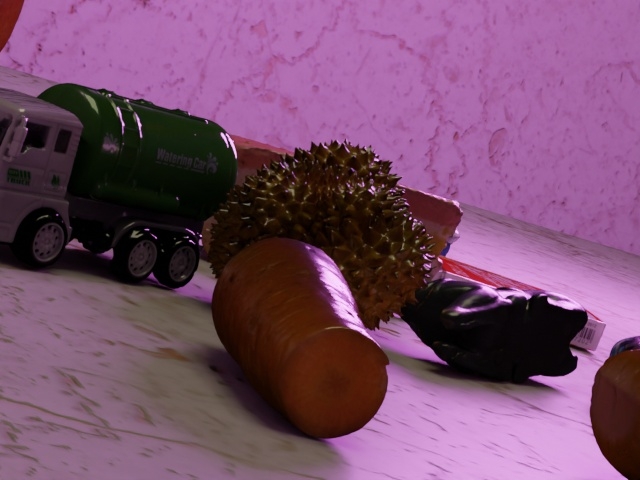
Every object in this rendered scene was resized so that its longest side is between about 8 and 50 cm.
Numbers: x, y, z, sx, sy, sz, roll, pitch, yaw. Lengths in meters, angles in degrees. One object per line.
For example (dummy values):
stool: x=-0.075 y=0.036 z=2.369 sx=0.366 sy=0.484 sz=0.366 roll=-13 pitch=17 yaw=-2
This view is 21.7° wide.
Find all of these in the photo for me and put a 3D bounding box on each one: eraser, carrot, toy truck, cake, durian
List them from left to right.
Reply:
toy truck: x=-0.160 y=-0.044 z=1.163 sx=0.101 sy=0.125 sz=0.242 roll=23 pitch=9 yaw=37
carrot: x=-0.016 y=0.047 z=0.941 sx=0.087 sy=0.087 sz=0.193 roll=17 pitch=8 yaw=-11
cake: x=-0.001 y=-0.013 z=1.426 sx=0.225 sy=0.109 sz=0.090 roll=18 pitch=4 yaw=7
durian: x=0.000 y=0.000 z=1.189 sx=0.168 sy=0.137 sz=0.158 roll=-4 pitch=14 yaw=8
eraser: x=0.157 y=0.051 z=1.685 sx=0.230 sy=0.038 sz=0.157 roll=18 pitch=6 yaw=-11

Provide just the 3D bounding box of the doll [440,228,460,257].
doll: x=0.111 y=0.002 z=1.952 sx=0.076 sy=0.051 sz=0.083 roll=-9 pitch=22 yaw=-34

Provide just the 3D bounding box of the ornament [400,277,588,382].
ornament: x=0.075 y=0.037 z=1.339 sx=0.236 sy=0.080 sz=0.202 roll=22 pitch=11 yaw=38

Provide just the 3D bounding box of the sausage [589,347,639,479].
sausage: x=0.295 y=0.130 z=1.031 sx=0.274 sy=0.105 sz=0.105 roll=16 pitch=6 yaw=-18

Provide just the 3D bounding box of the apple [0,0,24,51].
apple: x=-0.404 y=-0.249 z=1.350 sx=0.339 sy=0.340 sz=0.339 roll=18 pitch=6 yaw=-2

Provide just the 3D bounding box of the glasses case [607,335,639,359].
glasses case: x=0.381 y=0.138 z=1.342 sx=0.327 sy=0.076 sz=0.125 roll=15 pitch=8 yaw=-21
